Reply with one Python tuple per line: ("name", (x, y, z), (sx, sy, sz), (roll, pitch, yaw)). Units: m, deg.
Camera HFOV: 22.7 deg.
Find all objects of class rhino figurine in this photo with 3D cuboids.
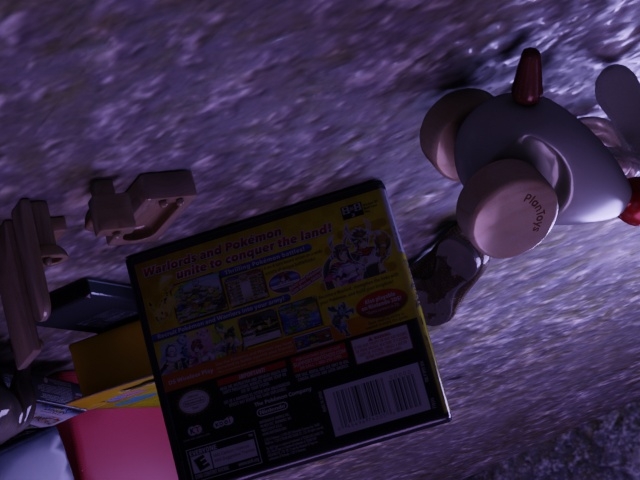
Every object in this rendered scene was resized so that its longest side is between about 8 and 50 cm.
("rhino figurine", (-0.386, 0.184, 1.702), (0.073, 0.106, 0.243), (-5, -172, 25))

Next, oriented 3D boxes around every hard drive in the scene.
("hard drive", (-0.244, 0.072, 1.711), (0.094, 0.022, 0.135), (-23, 163, 25))

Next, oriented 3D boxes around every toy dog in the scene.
("toy dog", (0.246, -0.088, 1.391), (0.334, 0.220, 0.161), (-11, 133, -40))

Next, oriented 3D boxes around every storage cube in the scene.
("storage cube", (-0.300, 0.286, 2.072), (0.184, 0.193, 0.215), (-28, 159, 37))

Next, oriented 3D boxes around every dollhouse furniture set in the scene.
("dollhouse furniture set", (-0.194, 0.027, 1.422), (0.151, 0.123, 0.144), (-6, 162, -28))

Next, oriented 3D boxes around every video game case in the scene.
("video game case", (-0.034, 0.097, 1.577), (0.275, 0.248, 0.035), (-17, 166, 7))

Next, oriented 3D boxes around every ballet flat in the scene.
("ballet flat", (0.148, 0.036, 1.880), (0.058, 0.084, 0.250), (-47, 174, -25))

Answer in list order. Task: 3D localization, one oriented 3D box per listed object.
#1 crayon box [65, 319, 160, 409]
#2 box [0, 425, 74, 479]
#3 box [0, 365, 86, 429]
("crayon box", (-0.149, 0.128, 1.829), (0.202, 0.081, 0.318), (-19, 170, 12))
("box", (-0.503, 0.371, 1.825), (0.395, 0.212, 0.293), (-11, -174, 38))
("box", (-0.390, 0.189, 1.888), (0.114, 0.036, 0.207), (-25, 153, 30))
